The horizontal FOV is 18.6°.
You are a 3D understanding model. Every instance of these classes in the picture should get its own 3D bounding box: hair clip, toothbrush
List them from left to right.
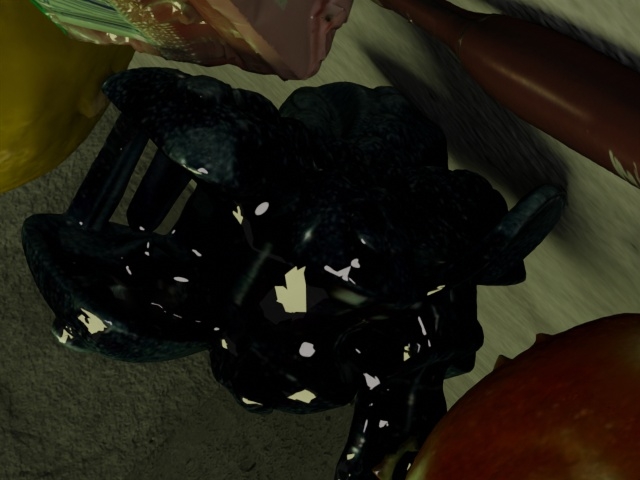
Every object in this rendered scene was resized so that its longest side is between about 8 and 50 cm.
[{"bbox_3d":[0.003,0.004,1.024,0.206,0.194,0.310,37,-162,18],"label":"hair clip"},{"bbox_3d":[0.095,-0.058,0.756,0.041,0.041,0.364,50,175,-33],"label":"toothbrush"}]

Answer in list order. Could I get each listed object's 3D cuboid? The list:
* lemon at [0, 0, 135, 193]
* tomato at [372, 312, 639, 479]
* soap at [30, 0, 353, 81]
[{"bbox_3d":[-0.285,-0.184,1.377,0.348,0.348,0.348,47,175,5],"label":"lemon"},{"bbox_3d":[0.168,0.185,0.888,0.303,0.303,0.239,50,159,-29],"label":"tomato"},{"bbox_3d":[-0.108,-0.171,0.870,0.218,0.098,0.273,11,161,30],"label":"soap"}]
